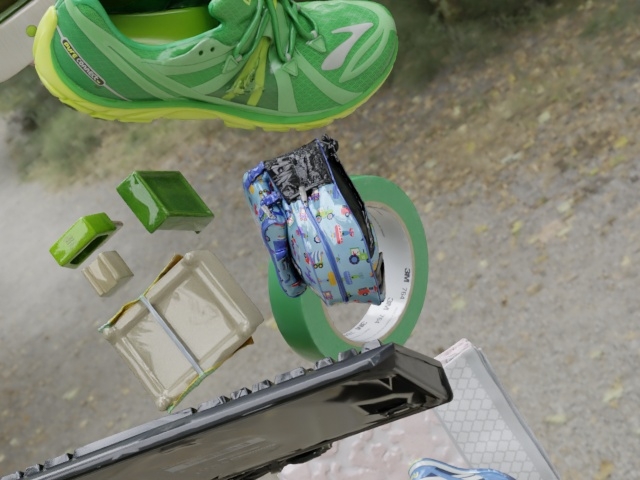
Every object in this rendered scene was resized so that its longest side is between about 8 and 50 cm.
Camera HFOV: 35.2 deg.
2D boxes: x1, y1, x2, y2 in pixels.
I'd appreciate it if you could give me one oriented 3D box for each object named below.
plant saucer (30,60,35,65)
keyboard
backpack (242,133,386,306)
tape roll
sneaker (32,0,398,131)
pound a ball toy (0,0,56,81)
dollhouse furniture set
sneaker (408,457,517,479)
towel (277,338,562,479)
[{"bbox_3d":[-0.365,-0.396,1.367,0.332,0.332,0.084,-44,13,-14],"label":"plant saucer"},{"bbox_3d":[-0.037,0.081,0.413,0.180,0.108,0.023,-21,65,16],"label":"keyboard"},{"bbox_3d":[0.000,0.000,1.097,0.116,0.158,0.173,-22,51,-5],"label":"backpack"},{"bbox_3d":[0.053,0.052,1.667,0.077,0.321,0.321,6,46,44],"label":"tape roll"},{"bbox_3d":[-0.060,-0.153,0.758,0.295,0.110,0.123,-8,-29,-28],"label":"sneaker"},{"bbox_3d":[-0.249,-0.303,1.012,0.319,0.136,0.208,-45,35,-20],"label":"pound a ball toy"},{"bbox_3d":[-0.219,0.070,1.480,0.197,0.302,0.151,-41,-11,14],"label":"dollhouse furniture set"},{"bbox_3d":[0.177,0.311,1.233,0.144,0.053,0.059,7,31,6],"label":"sneaker"},{"bbox_3d":[0.158,0.345,1.315,0.317,0.332,0.053,-33,0,-11],"label":"towel"}]
